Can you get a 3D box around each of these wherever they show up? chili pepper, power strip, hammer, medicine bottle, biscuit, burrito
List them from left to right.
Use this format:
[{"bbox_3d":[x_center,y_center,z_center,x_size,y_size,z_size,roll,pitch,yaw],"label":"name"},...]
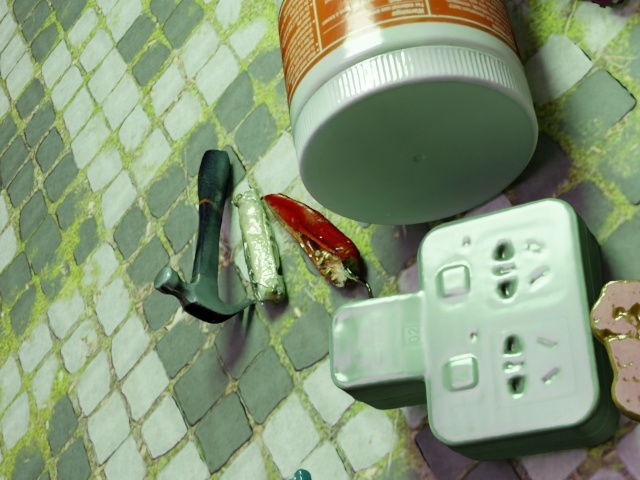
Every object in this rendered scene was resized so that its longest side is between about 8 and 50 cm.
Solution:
[{"bbox_3d":[-0.140,-0.013,1.505,0.037,0.137,0.289,-33,36,30],"label":"hammer"},{"bbox_3d":[-0.077,0.007,1.474,0.045,0.041,0.185,-20,54,9],"label":"burrito"},{"bbox_3d":[0.000,0.000,1.395,0.050,0.059,0.268,-26,37,-16],"label":"chili pepper"},{"bbox_3d":[0.086,-0.181,1.243,0.252,0.252,0.240,-30,50,31],"label":"medicine bottle"},{"bbox_3d":[0.154,0.105,1.146,0.261,0.141,0.229,-14,60,24],"label":"power strip"},{"bbox_3d":[0.355,0.067,0.973,0.249,0.035,0.184,-24,60,19],"label":"biscuit"}]

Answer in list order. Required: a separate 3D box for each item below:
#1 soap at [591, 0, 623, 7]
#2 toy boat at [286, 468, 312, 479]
[{"bbox_3d":[0.296,-0.390,1.244,0.182,0.112,0.289,-14,61,41],"label":"soap"},{"bbox_3d":[-0.083,0.326,1.276,0.215,0.088,0.102,-47,40,19],"label":"toy boat"}]
